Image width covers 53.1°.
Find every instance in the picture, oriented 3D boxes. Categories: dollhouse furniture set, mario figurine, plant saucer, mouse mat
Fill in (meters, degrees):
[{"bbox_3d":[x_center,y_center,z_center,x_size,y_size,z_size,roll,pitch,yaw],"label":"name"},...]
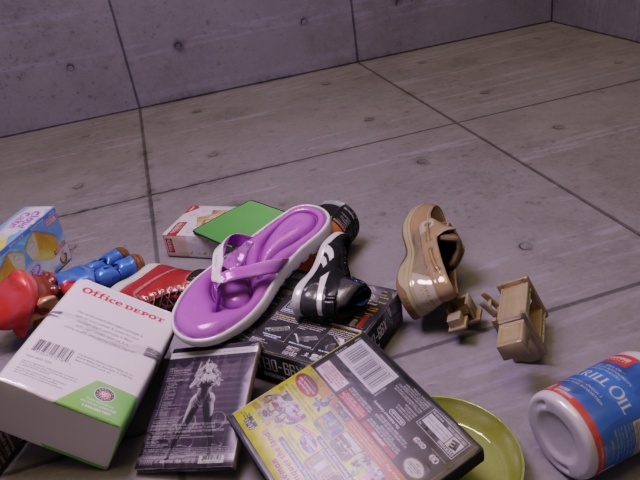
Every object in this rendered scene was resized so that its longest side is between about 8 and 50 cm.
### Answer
[{"bbox_3d":[0.290,0.169,1.082,0.161,0.101,0.182,-22,21,31],"label":"dollhouse furniture set"},{"bbox_3d":[-0.539,0.126,1.372,0.321,0.170,0.198,-21,-7,-40],"label":"mario figurine"},{"bbox_3d":[0.155,0.311,0.883,0.241,0.037,0.241,-8,29,4],"label":"plant saucer"},{"bbox_3d":[-0.187,-0.042,1.509,0.153,0.007,0.190,21,40,40],"label":"mouse mat"}]

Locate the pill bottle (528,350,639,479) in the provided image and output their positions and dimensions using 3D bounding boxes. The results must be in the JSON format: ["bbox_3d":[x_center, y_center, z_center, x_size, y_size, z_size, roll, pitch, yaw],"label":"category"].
[{"bbox_3d":[0.410,0.225,0.877,0.222,0.124,0.124,-19,30,-18],"label":"pill bottle"}]

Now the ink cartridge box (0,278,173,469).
[{"bbox_3d":[-0.380,0.209,1.064,0.198,0.114,0.273,23,30,-4],"label":"ink cartridge box"}]

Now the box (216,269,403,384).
[{"bbox_3d":[-0.038,0.155,1.178,0.308,0.076,0.242,9,34,29],"label":"box"}]

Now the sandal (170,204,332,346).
[{"bbox_3d":[-0.134,0.032,1.204,0.169,0.102,0.416,14,41,31],"label":"sandal"}]

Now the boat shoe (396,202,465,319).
[{"bbox_3d":[0.232,0.024,1.262,0.110,0.121,0.341,-25,25,26],"label":"boat shoe"}]

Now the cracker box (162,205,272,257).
[{"bbox_3d":[-0.244,-0.022,1.565,0.232,0.067,0.155,1,31,19],"label":"cracker box"}]

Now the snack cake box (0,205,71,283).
[{"bbox_3d":[-0.703,0.046,1.486,0.089,0.152,0.264,0,31,14],"label":"snack cake box"}]

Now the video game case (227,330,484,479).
[{"bbox_3d":[0.038,0.272,0.885,0.248,0.035,0.275,-29,40,-18],"label":"video game case"}]

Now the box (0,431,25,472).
[{"bbox_3d":[-0.600,0.342,0.886,0.143,0.191,0.381,0,30,16],"label":"box"}]

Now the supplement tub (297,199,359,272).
[{"bbox_3d":[0.000,0.000,1.405,0.117,0.117,0.190,7,32,27],"label":"supplement tub"}]

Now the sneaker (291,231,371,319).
[{"bbox_3d":[0.045,0.069,1.164,0.121,0.079,0.217,9,40,22],"label":"sneaker"}]

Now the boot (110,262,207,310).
[{"bbox_3d":[-0.326,0.123,1.314,0.176,0.088,0.244,4,28,20],"label":"boot"}]

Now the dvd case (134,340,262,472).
[{"bbox_3d":[-0.189,0.260,1.020,0.165,0.018,0.221,-8,44,17],"label":"dvd case"}]
